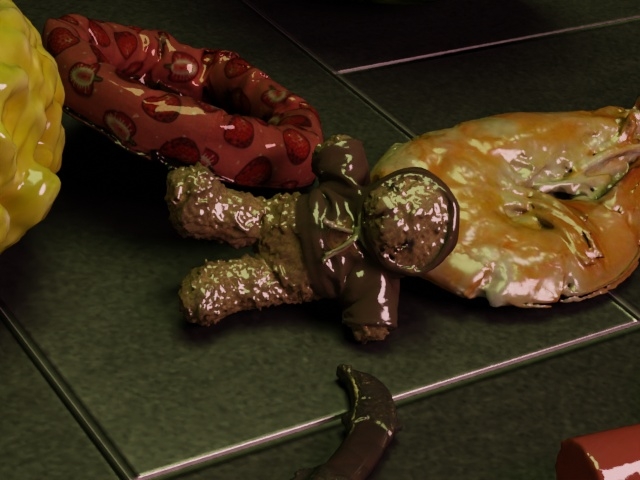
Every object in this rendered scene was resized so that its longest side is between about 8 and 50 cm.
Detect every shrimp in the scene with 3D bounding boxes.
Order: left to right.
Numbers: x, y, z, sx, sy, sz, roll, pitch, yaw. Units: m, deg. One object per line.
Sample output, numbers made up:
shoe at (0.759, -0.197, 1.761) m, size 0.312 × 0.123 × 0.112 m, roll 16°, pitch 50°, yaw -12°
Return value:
shrimp at (0.156, -0.031, 1.011) m, size 0.294 × 0.062 × 0.154 m, roll -21°, pitch 53°, yaw -31°

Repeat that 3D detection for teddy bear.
teddy bear at (-0.002, 0.002, 0.905) m, size 0.160 × 0.078 × 0.119 m, roll -7°, pitch 76°, yaw 0°

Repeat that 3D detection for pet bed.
pet bed at (-0.086, -0.085, 1.000) m, size 0.201 × 0.054 × 0.201 m, roll 21°, pitch 17°, yaw -7°

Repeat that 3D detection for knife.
knife at (0.000, 0.121, 0.765) m, size 0.045 × 0.021 × 0.222 m, roll 15°, pitch 29°, yaw 10°

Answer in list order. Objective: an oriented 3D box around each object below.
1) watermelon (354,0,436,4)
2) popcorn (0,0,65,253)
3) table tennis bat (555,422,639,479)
watermelon at (0.046, -0.273, 1.203) m, size 0.330 × 0.189 × 0.331 m, roll 23°, pitch -11°, yaw 5°
popcorn at (-0.258, -0.073, 0.851) m, size 0.259 × 0.212 × 0.259 m, roll 12°, pitch 28°, yaw -6°
table tennis bat at (0.261, 0.095, 0.848) m, size 0.310 × 0.038 × 0.200 m, roll -9°, pitch 35°, yaw -25°
